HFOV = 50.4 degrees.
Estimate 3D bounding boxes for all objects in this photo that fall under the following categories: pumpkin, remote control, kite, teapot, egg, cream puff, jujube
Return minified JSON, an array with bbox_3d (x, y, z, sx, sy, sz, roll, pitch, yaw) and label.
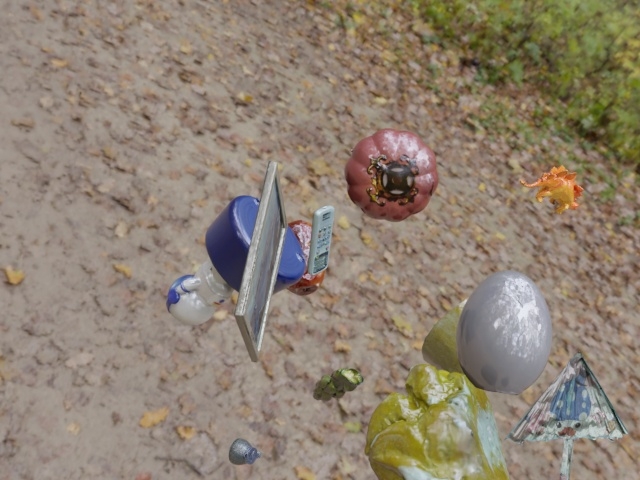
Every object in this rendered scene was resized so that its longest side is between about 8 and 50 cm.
[{"bbox_3d":[0.467,0.301,1.923,0.332,0.332,0.199,-1,41,-39],"label":"pumpkin"},{"bbox_3d":[0.000,0.000,1.193,0.017,0.125,0.053,21,26,30],"label":"remote control"},{"bbox_3d":[0.622,0.457,1.701,0.405,0.369,0.014,6,1,-23],"label":"kite"},{"bbox_3d":[-0.189,0.544,1.737,0.057,0.066,0.088,8,-10,32],"label":"teapot"},{"bbox_3d":[0.347,0.171,1.282,0.176,0.232,0.176,14,-3,1],"label":"egg"},{"bbox_3d":[0.250,0.466,1.536,0.378,0.275,0.378,48,29,-39],"label":"cream puff"},{"bbox_3d":[-0.067,0.057,2.268,0.174,0.174,0.251,5,60,-35],"label":"jujube"}]

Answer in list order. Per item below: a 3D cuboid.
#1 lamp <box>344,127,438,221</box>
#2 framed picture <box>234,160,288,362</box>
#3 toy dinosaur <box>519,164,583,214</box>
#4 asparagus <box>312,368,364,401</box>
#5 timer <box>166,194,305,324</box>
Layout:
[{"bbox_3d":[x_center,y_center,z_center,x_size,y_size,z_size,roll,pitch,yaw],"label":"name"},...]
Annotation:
[{"bbox_3d":[0.135,-0.126,1.307,0.182,0.182,0.140,30,13,-5],"label":"lamp"},{"bbox_3d":[-0.114,0.048,1.371,0.022,0.247,0.335,7,61,6],"label":"framed picture"},{"bbox_3d":[0.628,-0.144,1.799,0.288,0.117,0.070,22,33,-42],"label":"toy dinosaur"},{"bbox_3d":[0.040,0.391,1.854,0.080,0.287,0.080,11,61,-20],"label":"asparagus"},{"bbox_3d":[-0.261,0.090,1.805,0.270,0.383,0.270,43,23,-24],"label":"timer"}]
